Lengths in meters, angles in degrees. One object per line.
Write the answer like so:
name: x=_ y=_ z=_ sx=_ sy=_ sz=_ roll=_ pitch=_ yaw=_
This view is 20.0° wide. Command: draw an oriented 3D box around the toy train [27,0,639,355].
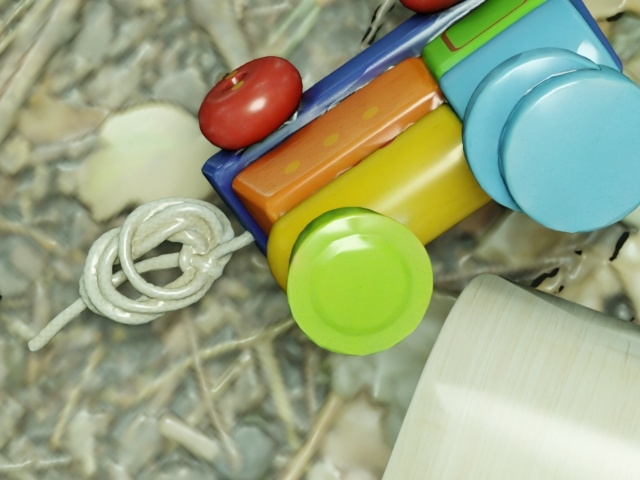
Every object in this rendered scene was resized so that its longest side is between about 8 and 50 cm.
toy train: x=0.000 y=0.000 z=0.629 sx=0.248 sy=0.143 sz=0.105 roll=-34 pitch=110 yaw=6

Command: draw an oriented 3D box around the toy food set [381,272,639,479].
toy food set: x=0.103 y=0.189 z=0.633 sx=0.219 sy=0.092 sz=0.306 roll=20 pitch=92 yaw=11
